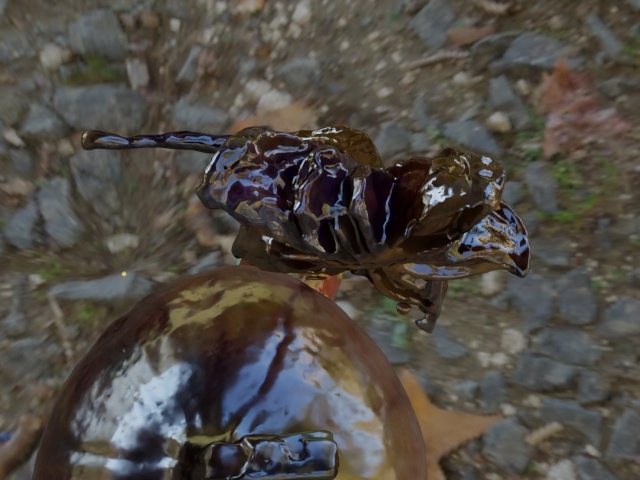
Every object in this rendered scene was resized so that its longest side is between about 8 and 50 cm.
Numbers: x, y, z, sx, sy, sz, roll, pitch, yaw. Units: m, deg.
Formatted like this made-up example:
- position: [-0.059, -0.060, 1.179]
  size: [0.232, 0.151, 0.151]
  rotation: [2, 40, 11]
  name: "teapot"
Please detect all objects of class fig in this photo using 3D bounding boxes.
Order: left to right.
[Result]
- position: [-0.057, 0.130, 0.935]
  size: [0.235, 0.214, 0.235]
  rotation: [-3, 83, 30]
  name: "fig"

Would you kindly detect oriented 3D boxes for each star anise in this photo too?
- position: [-0.009, -0.018, 0.628]
  size: [0.191, 0.097, 0.070]
  rotation: [9, 72, 8]
  name: "star anise"

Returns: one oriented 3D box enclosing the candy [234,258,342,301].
- position: [0.001, -0.001, 1.080]
  size: [0.078, 0.287, 0.084]
  rotation: [-6, 77, -16]
  name: "candy"
